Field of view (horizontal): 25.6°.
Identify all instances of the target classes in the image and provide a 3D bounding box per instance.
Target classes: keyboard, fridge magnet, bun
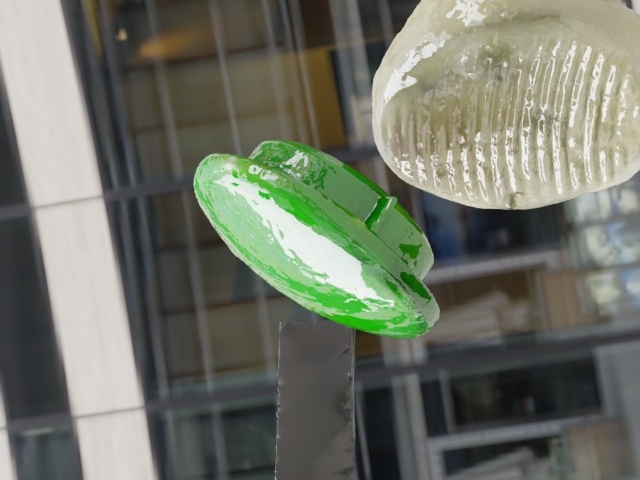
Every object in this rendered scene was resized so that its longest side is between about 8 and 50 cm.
[{"bbox_3d":[-0.004,0.171,1.314,0.015,0.074,0.196,63,-154,-71],"label":"keyboard"},{"bbox_3d":[0.000,0.000,1.028,0.088,0.208,0.208,-55,-24,-15],"label":"fridge magnet"},{"bbox_3d":[0.151,-0.123,1.063,0.210,0.237,0.116,66,-161,-46],"label":"bun"}]
